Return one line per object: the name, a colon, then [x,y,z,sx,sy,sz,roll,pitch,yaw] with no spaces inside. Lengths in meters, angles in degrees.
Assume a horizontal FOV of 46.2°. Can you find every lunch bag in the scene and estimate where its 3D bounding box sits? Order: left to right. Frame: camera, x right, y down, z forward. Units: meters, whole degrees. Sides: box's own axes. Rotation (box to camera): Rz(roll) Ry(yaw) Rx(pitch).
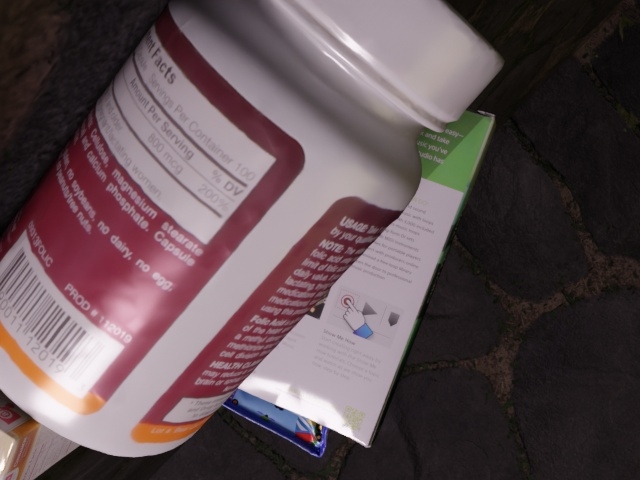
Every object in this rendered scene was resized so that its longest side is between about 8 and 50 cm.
lunch bag: [-0.104,0.129,0.984,0.221,0.293,0.138,-65,173,-74]

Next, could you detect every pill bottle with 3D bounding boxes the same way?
pill bottle: [-0.068,-0.045,0.565,0.392,0.224,0.224,-48,170,17]

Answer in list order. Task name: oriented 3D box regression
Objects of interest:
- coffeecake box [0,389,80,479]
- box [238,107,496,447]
coffeecake box: [-0.257,0.118,0.611,0.068,0.142,0.185,-66,170,14]
box: [0.000,0.000,0.710,0.058,0.232,0.322,-15,126,-75]
